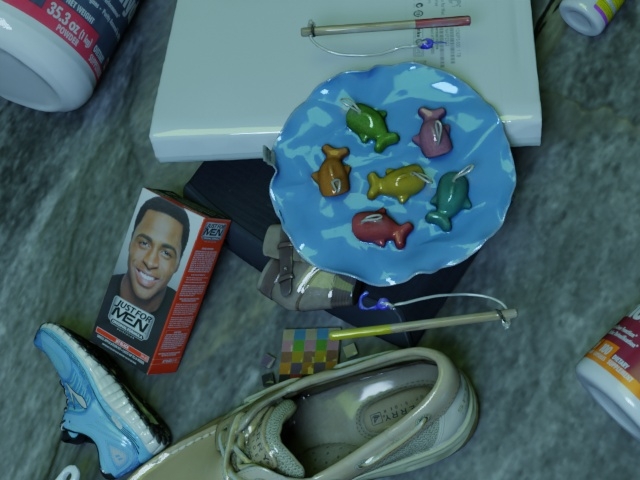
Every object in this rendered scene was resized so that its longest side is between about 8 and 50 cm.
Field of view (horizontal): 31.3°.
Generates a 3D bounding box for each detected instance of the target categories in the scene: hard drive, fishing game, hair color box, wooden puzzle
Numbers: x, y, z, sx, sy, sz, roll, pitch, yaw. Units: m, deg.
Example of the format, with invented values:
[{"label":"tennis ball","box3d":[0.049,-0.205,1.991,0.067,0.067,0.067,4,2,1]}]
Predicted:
[{"label":"hard drive","box3d":[0.024,-0.154,0.962,0.308,0.040,0.203,-2,50,8]},{"label":"fishing game","box3d":[0.050,-0.057,0.850,0.189,0.041,0.264,-3,69,4]},{"label":"hair color box","box3d":[-0.135,0.034,0.955,0.072,0.043,0.141,25,99,28]},{"label":"wooden puzzle","box3d":[-0.009,0.096,0.931,0.083,0.006,0.049,-3,65,19]},{"label":"hard drive","box3d":[0.013,-0.037,0.958,0.255,0.054,0.172,30,79,29]}]

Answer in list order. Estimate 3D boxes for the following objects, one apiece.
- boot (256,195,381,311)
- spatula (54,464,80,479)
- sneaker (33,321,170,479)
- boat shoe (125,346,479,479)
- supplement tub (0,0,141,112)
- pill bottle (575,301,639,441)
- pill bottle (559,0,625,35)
[{"label":"boot","box3d":[0.000,0.000,0.890,0.087,0.042,0.118,12,71,25]},{"label":"spatula","box3d":[-0.234,0.297,0.864,0.242,0.019,0.168,-51,52,0]},{"label":"sneaker","box3d":[-0.199,0.132,0.951,0.073,0.063,0.162,-45,59,-1]},{"label":"boat shoe","box3d":[-0.032,0.156,0.857,0.302,0.098,0.109,-22,60,10]},{"label":"supplement tub","box3d":[-0.254,-0.278,1.087,0.191,0.191,0.272,16,73,26]},{"label":"pill bottle","box3d":[0.260,0.068,0.801,0.152,0.086,0.086,-44,60,-4]},{"label":"pill bottle","box3d":[0.242,-0.217,0.966,0.043,0.043,0.083,33,80,29]}]
